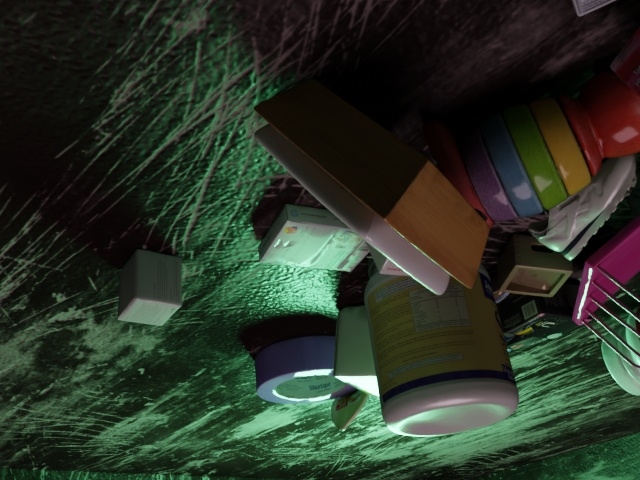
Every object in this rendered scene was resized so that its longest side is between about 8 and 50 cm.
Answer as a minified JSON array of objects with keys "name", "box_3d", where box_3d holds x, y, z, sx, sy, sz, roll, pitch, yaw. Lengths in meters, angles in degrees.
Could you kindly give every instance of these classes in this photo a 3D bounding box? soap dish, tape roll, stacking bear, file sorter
[{"name":"soap dish","box_3d":[0.068,-0.074,0.865,0.118,0.291,0.229,-50,138,5]},{"name":"tape roll","box_3d":[-0.029,0.335,1.734,0.275,0.090,0.275,-6,150,-3]},{"name":"stacking bear","box_3d":[0.316,-0.131,0.933,0.289,0.164,0.175,-25,145,20]},{"name":"file sorter","box_3d":[0.630,0.095,1.287,0.202,0.182,0.291,-40,150,-7]}]

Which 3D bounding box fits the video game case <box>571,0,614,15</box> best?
[{"name":"video game case","box_3d":[0.344,-0.335,0.706,0.190,0.022,0.173,-21,148,23]}]

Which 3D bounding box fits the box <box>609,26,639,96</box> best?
[{"name":"box","box_3d":[0.460,-0.245,0.718,0.128,0.123,0.257,3,134,-32]}]

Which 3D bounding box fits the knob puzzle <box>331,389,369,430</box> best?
[{"name":"knob puzzle","box_3d":[0.090,0.419,1.800,0.030,0.213,0.213,34,137,-15]}]

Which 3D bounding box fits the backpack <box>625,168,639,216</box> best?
[{"name":"backpack","box_3d":[0.590,-0.099,1.058,0.182,0.115,0.152,-27,157,-1]}]

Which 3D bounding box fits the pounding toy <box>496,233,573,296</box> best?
[{"name":"pounding toy","box_3d":[0.430,0.045,1.338,0.141,0.100,0.130,6,149,-1]}]

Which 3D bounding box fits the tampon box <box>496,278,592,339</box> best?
[{"name":"tampon box","box_3d":[0.491,0.147,1.502,0.161,0.101,0.120,10,147,-28]}]

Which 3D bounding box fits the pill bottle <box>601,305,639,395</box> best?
[{"name":"pill bottle","box_3d":[0.881,0.218,1.587,0.229,0.229,0.407,11,146,-29]}]

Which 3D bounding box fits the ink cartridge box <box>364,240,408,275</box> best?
[{"name":"ink cartridge box","box_3d":[0.143,-0.009,1.125,0.092,0.090,0.143,6,128,-23]}]

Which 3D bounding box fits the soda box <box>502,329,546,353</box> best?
[{"name":"soda box","box_3d":[0.492,0.248,1.731,0.169,0.053,0.060,-30,143,34]}]

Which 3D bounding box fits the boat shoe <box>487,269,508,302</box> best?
[{"name":"boat shoe","box_3d":[0.326,0.106,1.432,0.066,0.066,0.183,19,142,-36]}]

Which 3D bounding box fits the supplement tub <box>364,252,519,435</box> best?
[{"name":"supplement tub","box_3d":[0.209,0.167,1.244,0.241,0.331,0.241,-5,151,-3]}]

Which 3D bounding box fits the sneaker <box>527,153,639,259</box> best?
[{"name":"sneaker","box_3d":[0.440,-0.069,1.136,0.095,0.090,0.235,34,132,12]}]

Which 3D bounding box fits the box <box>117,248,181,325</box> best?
[{"name":"box","box_3d":[-0.308,0.087,1.222,0.087,0.101,0.102,13,145,-31]}]

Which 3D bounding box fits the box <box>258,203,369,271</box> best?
[{"name":"box","box_3d":[0.000,0.000,1.203,0.186,0.038,0.145,6,147,-24]}]

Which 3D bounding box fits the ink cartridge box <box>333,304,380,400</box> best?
[{"name":"ink cartridge box","box_3d":[0.234,0.283,1.582,0.279,0.160,0.384,-8,153,27]}]
